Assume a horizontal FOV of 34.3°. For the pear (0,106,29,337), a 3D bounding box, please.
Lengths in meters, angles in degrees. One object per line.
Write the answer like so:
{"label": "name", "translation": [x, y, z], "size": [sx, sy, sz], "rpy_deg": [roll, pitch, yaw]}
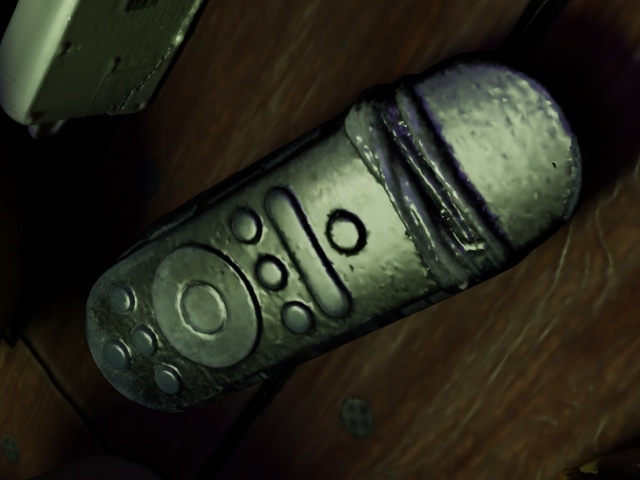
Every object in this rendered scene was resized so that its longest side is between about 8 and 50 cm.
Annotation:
{"label": "pear", "translation": [-0.347, -0.060, 0.514], "size": [0.418, 0.362, 0.362], "rpy_deg": [42, 131, -12]}

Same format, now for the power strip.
{"label": "power strip", "translation": [-0.080, -0.121, 0.449], "size": [0.035, 0.081, 0.192], "rpy_deg": [51, 129, 16]}

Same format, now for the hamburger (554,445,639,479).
{"label": "hamburger", "translation": [0.134, 0.172, 0.352], "size": [0.213, 0.108, 0.214], "rpy_deg": [13, 114, 32]}

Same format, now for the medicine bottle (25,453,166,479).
{"label": "medicine bottle", "translation": [-0.195, 0.253, 0.510], "size": [0.241, 0.302, 0.241], "rpy_deg": [12, 110, 35]}

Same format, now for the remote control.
{"label": "remote control", "translation": [0.000, 0.000, 0.442], "size": [0.266, 0.066, 0.090], "rpy_deg": [-27, 99, 37]}
